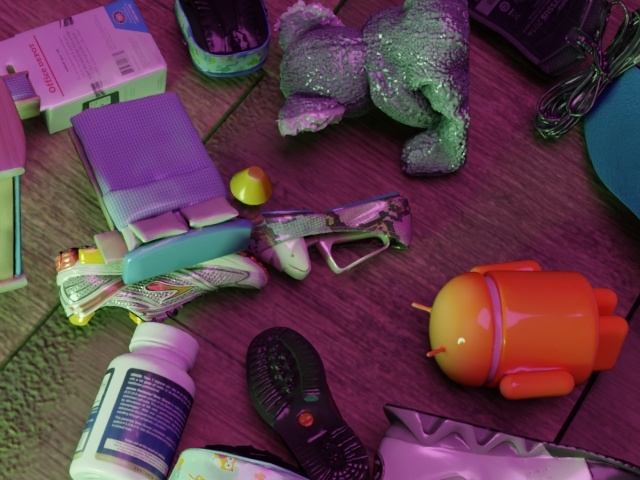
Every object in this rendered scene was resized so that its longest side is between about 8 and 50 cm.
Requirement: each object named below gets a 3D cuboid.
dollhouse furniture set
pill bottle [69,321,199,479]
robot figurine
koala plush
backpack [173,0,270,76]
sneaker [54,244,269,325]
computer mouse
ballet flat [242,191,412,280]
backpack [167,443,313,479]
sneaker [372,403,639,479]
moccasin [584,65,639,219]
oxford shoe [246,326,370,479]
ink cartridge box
[{"bbox_3d":[-0.224,-0.125,1.413,0.303,0.198,0.286,-14,60,-21],"label":"dollhouse furniture set"},{"bbox_3d":[-0.180,0.172,1.423,0.094,0.094,0.169,18,64,-1],"label":"pill bottle"},{"bbox_3d":[0.211,0.094,1.509,0.219,0.128,0.158,1,80,-11],"label":"robot figurine"},{"bbox_3d":[0.055,-0.194,1.593,0.221,0.203,0.196,0,64,3],"label":"koala plush"},{"bbox_3d":[-0.110,-0.243,1.632,0.105,0.084,0.114,-12,63,-14],"label":"backpack"},{"bbox_3d":[-0.166,0.049,1.500,0.225,0.088,0.093,-3,88,-12],"label":"sneaker"},{"bbox_3d":[0.262,-0.267,1.699,0.188,0.072,0.272,-47,69,16],"label":"computer mouse"},{"bbox_3d":[0.000,0.000,1.549,0.221,0.077,0.079,-9,75,-17],"label":"ballet flat"},{"bbox_3d":[-0.075,0.269,1.343,0.165,0.188,0.144,19,64,-1],"label":"backpack"},{"bbox_3d":[0.209,0.270,1.445,0.330,0.122,0.146,12,82,-5],"label":"sneaker"},{"bbox_3d":[0.403,-0.065,1.606,0.116,0.138,0.342,15,40,-32],"label":"moccasin"},{"bbox_3d":[-0.016,0.187,1.457,0.082,0.096,0.227,-24,52,-5],"label":"oxford shoe"},{"bbox_3d":[-0.275,-0.192,1.594,0.180,0.060,0.104,-22,71,-18],"label":"ink cartridge box"}]
